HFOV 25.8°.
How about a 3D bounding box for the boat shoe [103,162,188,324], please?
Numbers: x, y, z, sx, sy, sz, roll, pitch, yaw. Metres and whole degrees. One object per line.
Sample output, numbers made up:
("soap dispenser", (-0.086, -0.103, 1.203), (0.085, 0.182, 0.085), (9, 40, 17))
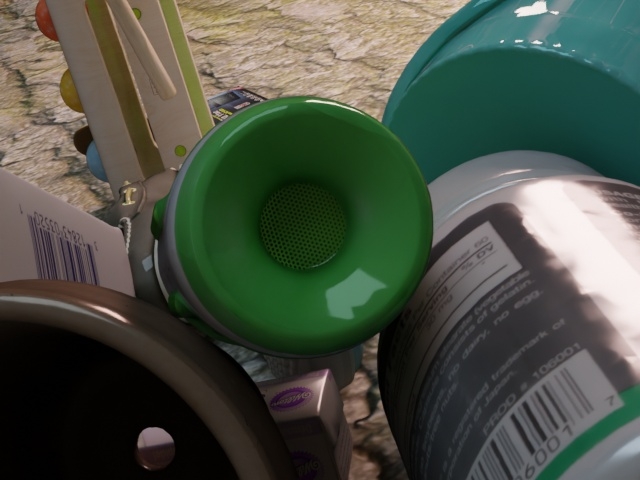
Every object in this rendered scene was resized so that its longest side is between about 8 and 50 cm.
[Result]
("boat shoe", (-0.141, 0.007, 1.203), (0.091, 0.109, 0.305), (-16, 16, 3))

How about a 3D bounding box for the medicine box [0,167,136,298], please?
("medicine box", (-0.302, 0.066, 0.959), (0.289, 0.149, 0.263), (-15, -14, 11))

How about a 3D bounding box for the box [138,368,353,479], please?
("box", (-0.142, 0.152, 0.916), (0.324, 0.063, 0.067), (-12, 23, 13))

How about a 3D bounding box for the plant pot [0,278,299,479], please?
("plant pot", (-0.117, 0.141, 0.743), (0.263, 0.263, 0.229), (-12, 4, 12))

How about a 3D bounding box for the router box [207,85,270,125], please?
("router box", (-0.106, -0.134, 1.591), (0.092, 0.038, 0.122), (-25, 24, -18))

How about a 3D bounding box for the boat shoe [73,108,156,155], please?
("boat shoe", (-0.224, -0.128, 1.654), (0.135, 0.050, 0.045), (-8, 18, -5))

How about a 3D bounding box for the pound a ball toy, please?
("pound a ball toy", (-0.206, -0.172, 1.380), (0.135, 0.319, 0.208), (-15, 23, 5))

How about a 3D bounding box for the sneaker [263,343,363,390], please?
("sneaker", (0.000, 0.000, 1.080), (0.150, 0.135, 0.366), (-22, 24, -4))

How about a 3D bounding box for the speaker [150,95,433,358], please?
("speaker", (-0.024, -0.001, 0.759), (0.131, 0.131, 0.296), (-20, 0, -9))

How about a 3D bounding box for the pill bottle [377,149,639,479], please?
("pill bottle", (0.140, 0.088, 0.684), (0.204, 0.204, 0.361), (-17, 22, -1))

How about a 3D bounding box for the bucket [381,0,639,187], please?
("bucket", (0.185, -0.066, 0.943), (0.281, 0.281, 0.183), (1, 33, 37))
